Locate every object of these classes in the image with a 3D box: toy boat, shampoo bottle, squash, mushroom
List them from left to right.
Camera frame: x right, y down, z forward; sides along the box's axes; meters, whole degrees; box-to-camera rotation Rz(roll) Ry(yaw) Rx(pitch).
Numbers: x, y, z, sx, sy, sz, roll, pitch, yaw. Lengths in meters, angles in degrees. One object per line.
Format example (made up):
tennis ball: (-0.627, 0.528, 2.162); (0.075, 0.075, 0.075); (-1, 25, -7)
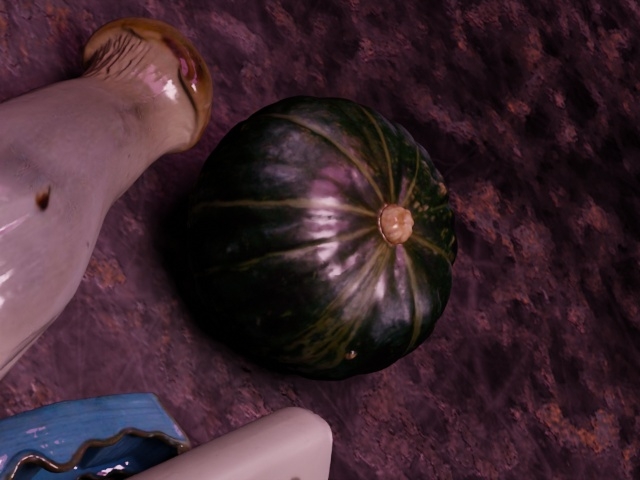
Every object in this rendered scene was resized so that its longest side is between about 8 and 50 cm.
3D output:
mushroom: (-0.189, -0.038, 1.318); (0.328, 0.122, 0.159); (-46, 136, -47)
toy boat: (-0.169, 0.153, 1.231); (0.185, 0.075, 0.077); (-5, 61, -43)
shampoo bottle: (-0.117, 0.201, 1.213); (0.284, 0.071, 0.153); (-9, 116, -45)
squash: (0.002, 0.000, 1.416); (0.218, 0.172, 0.218); (25, 53, -39)
